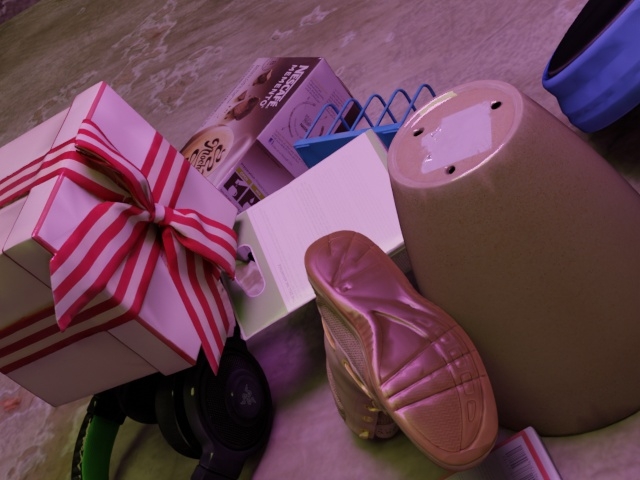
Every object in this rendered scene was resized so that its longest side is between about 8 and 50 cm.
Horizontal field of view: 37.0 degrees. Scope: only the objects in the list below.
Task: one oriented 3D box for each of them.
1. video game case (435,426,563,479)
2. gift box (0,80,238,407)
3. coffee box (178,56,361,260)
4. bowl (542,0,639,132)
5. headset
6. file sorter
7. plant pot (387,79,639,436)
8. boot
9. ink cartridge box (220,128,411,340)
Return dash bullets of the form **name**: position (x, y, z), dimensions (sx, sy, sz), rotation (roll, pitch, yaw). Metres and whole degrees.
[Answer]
- **video game case**: position (0.099, 0.305, 0.819), dimensions (0.285, 0.025, 0.204), rotation (-32, 35, 10)
- **gift box**: position (-0.243, 0.029, 1.018), dimensions (0.258, 0.255, 0.276), rotation (-23, 44, 31)
- **coffee box**: position (-0.098, -0.128, 1.410), dimensions (0.168, 0.119, 0.297), rotation (13, 60, 51)
- **bowl**: position (0.379, -0.292, 1.010), dimensions (0.391, 0.077, 0.391), rotation (-52, 2, 3)
- **headset**: position (-0.137, 0.175, 1.127), dimensions (0.243, 0.185, 0.394), rotation (18, 78, 46)
- **file sorter**: position (0.078, -0.125, 1.247), dimensions (0.170, 0.118, 0.105), rotation (-4, 44, 40)
- **plant pot**: position (0.182, -0.004, 0.873), dimensions (0.256, 0.274, 0.257), rotation (-24, 37, 20)
- **boot**: position (0.073, 0.140, 0.898), dimensions (0.095, 0.204, 0.262), rotation (-27, 52, -16)
- **ink cartridge box**: position (0.000, 0.000, 1.079), dimensions (0.235, 0.056, 0.171), rotation (-34, 50, 10)
